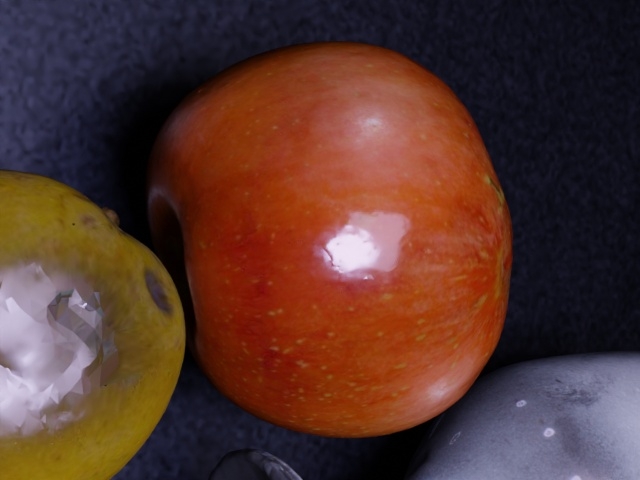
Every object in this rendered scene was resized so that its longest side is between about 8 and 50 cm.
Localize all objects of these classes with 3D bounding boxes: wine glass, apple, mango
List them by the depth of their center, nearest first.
[{"bbox_3d":[-0.144,0.047,0.746,0.195,0.098,0.137,-19,106,-28],"label":"mango"},{"bbox_3d":[0.000,0.000,0.810,0.139,0.163,0.163,-10,97,-25],"label":"apple"},{"bbox_3d":[0.073,0.122,0.882,0.241,0.126,0.126,-10,97,-32],"label":"wine glass"}]
